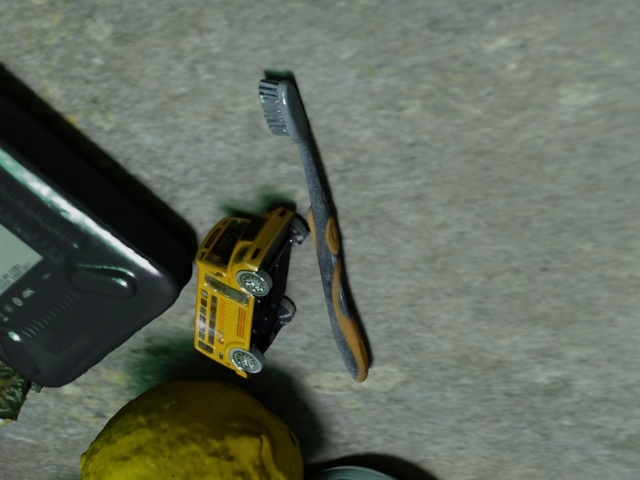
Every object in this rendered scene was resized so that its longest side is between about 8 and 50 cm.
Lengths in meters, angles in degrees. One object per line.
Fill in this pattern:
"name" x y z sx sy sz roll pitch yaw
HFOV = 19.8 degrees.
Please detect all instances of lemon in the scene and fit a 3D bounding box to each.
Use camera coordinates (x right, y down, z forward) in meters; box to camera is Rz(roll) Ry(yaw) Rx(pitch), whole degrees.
"lemon" -0.115 0.221 1.624 0.192 0.192 0.231 43 132 -15

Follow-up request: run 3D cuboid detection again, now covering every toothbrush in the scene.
"toothbrush" 0.002 0.001 1.437 0.031 0.023 0.321 13 139 32

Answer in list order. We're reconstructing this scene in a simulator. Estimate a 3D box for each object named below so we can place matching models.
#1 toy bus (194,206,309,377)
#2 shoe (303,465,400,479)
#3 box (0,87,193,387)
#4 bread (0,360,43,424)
"toy bus" -0.062 0.036 1.482 0.074 0.069 0.162 24 143 12
"shoe" 0.006 0.278 1.682 0.103 0.100 0.251 43 145 -20
"box" -0.276 -0.003 1.579 0.289 0.073 0.290 41 142 -12
"bread" -0.346 0.128 1.748 0.156 0.103 0.110 37 137 3
